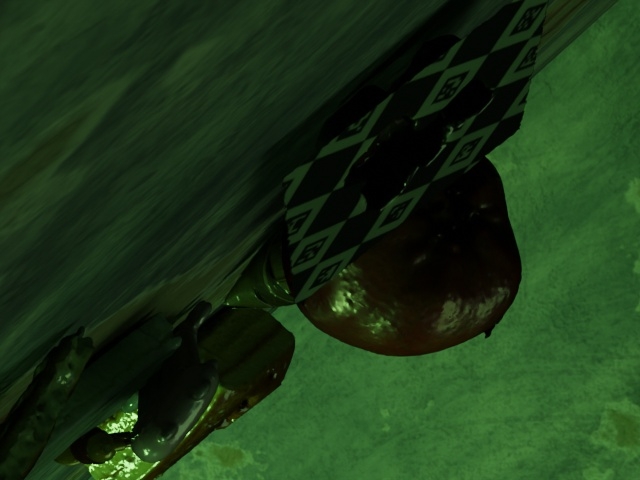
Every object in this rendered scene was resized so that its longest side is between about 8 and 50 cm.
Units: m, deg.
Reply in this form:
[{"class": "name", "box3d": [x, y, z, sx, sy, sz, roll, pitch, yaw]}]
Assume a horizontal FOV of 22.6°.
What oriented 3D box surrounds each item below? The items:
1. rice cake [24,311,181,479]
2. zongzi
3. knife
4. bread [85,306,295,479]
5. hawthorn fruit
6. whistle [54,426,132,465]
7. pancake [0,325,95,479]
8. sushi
[{"class": "rice cake", "box3d": [-0.203, 0.144, 1.235, 0.198, 0.037, 0.189, -41, 177, -36]}, {"class": "zongzi", "box3d": [0.000, 0.000, 1.482, 0.160, 0.078, 0.176, -40, -173, -27]}, {"class": "knife", "box3d": [-0.123, 0.121, 1.332, 0.132, 0.038, 0.398, -54, -173, 0]}, {"class": "bread", "box3d": [-0.154, 0.190, 1.894, 0.234, 0.110, 0.184, -42, 177, 30]}, {"class": "hawthorn fruit", "box3d": [0.051, 0.011, 1.264, 0.202, 0.185, 0.185, -28, -172, 48]}, {"class": "whistle", "box3d": [-0.190, 0.178, 1.379, 0.109, 0.057, 0.046, -2, -114, 58]}, {"class": "pancake", "box3d": [-0.241, 0.234, 0.971, 0.427, 0.067, 0.305, -46, -164, 51]}, {"class": "sushi", "box3d": [0.048, -0.075, 1.063, 0.219, 0.047, 0.231, -38, 162, -13]}]
